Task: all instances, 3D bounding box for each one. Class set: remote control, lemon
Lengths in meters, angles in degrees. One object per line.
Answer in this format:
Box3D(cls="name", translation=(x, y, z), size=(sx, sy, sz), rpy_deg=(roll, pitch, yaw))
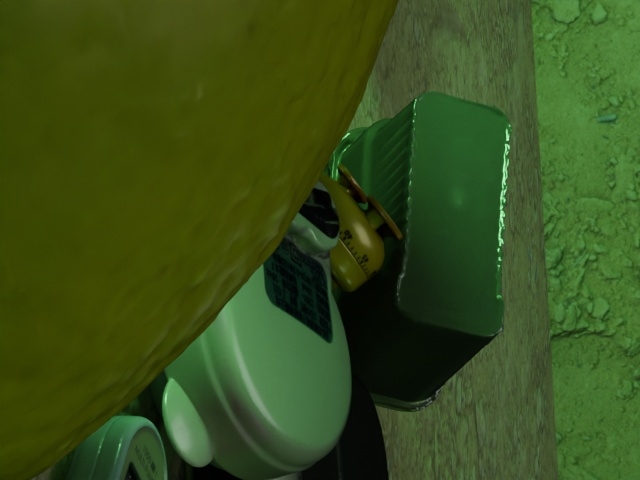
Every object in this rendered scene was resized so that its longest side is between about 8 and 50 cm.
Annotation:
Box3D(cls="remote control", translation=(-0.133, 0.205, 0.950), size=(0.087, 0.047, 0.244), rpy_deg=(70, 24, -43))
Box3D(cls="lemon", translation=(-0.140, -0.089, 0.422), size=(0.348, 0.348, 0.348), rpy_deg=(-2, 90, -75))

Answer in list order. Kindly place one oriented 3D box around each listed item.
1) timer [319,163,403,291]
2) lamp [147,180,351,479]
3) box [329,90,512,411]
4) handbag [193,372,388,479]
Box3D(cls="timer", translation=(0.000, 0.000, 1.416), size=(0.107, 0.109, 0.107), rpy_deg=(51, -3, 4))
Box3D(cls="lamp", translation=(-0.055, 0.052, 1.142), size=(0.179, 0.108, 0.246), rpy_deg=(43, 43, -51))
Box3D(cls="box", translation=(0.091, -0.001, 1.522), size=(0.178, 0.138, 0.274), rpy_deg=(133, -34, -60))
Box3D(cls="handbag", translation=(-0.016, 0.214, 1.304), size=(0.308, 0.093, 0.254), rpy_deg=(-14, 103, -75))
